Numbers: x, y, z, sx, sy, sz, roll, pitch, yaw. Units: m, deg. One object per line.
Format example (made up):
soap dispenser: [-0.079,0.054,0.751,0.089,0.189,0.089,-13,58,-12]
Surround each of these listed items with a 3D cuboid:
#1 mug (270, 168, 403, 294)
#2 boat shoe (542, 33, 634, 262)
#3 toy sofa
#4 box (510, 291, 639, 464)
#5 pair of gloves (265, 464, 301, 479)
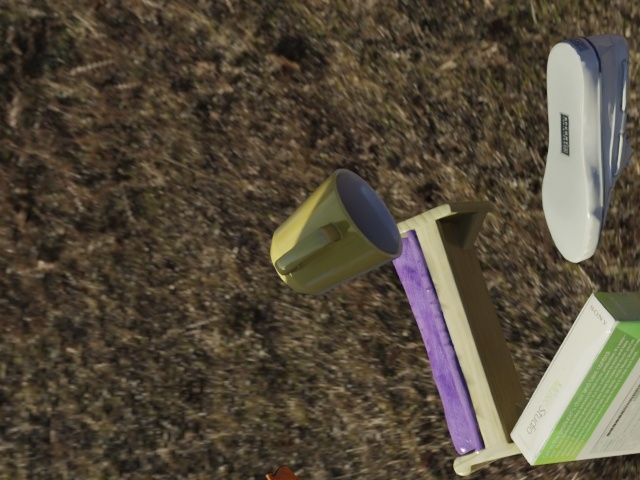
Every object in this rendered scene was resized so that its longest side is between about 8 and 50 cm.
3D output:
mug: [0.000,-0.002,0.662,0.064,0.078,0.062,-35,54,23]
boat shoe: [0.300,-0.097,1.226,0.084,0.258,0.095,-15,32,-18]
toy sofa: [0.189,0.134,1.577,0.177,0.150,0.362,-22,82,30]
box: [0.412,0.166,1.389,0.058,0.322,0.232,55,133,43]
pair of gloves: [-0.033,0.198,0.803,0.074,0.083,0.010,41,137,40]
